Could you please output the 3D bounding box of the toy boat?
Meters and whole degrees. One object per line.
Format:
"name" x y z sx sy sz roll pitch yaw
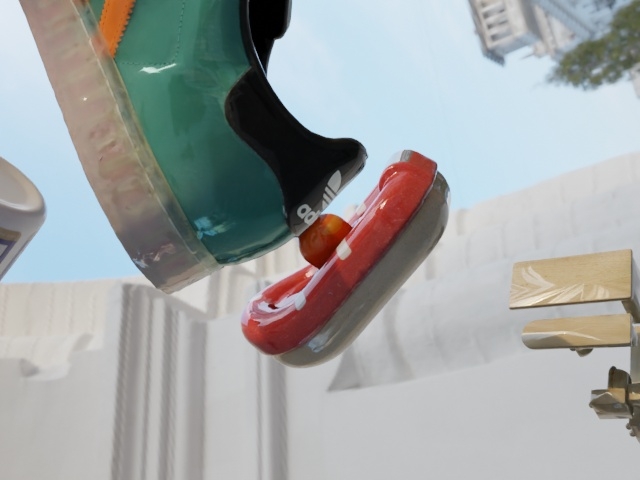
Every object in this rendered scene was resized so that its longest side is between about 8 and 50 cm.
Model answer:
"toy boat" 0.000 0.000 0.765 0.151 0.231 0.151 38 -160 -3

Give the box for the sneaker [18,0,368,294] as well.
"sneaker" -0.078 -0.134 0.399 0.108 0.121 0.302 18 -133 -85

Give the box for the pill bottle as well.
"pill bottle" -0.445 0.026 0.970 0.153 0.264 0.153 38 -168 -9

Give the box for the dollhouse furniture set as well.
"dollhouse furniture set" 0.279 0.116 0.894 0.151 0.123 0.144 50 -136 -42
